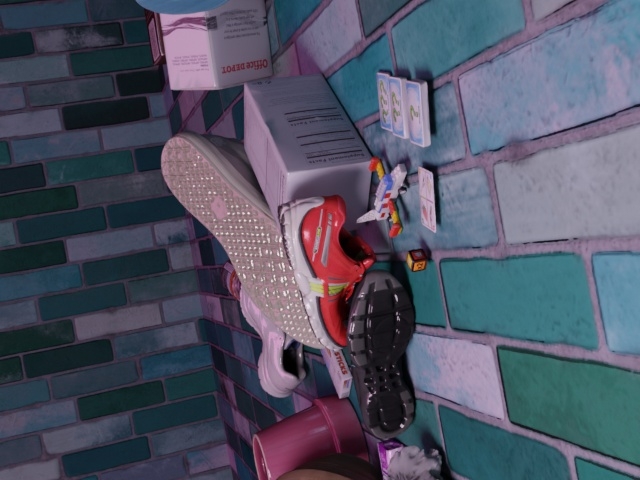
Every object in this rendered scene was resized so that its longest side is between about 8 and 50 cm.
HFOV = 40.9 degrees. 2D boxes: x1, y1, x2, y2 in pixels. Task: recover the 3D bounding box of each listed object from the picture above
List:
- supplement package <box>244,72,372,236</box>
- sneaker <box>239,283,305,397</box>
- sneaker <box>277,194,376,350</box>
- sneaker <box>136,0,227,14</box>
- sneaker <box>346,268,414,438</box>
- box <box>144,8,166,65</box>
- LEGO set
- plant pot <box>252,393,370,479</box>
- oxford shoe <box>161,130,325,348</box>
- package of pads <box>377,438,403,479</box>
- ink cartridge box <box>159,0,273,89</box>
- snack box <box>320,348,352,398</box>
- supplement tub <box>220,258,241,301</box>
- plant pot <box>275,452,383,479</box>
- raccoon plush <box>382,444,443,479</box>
[{"bbox_3d":[-0.026,-0.134,1.335,0.244,0.133,0.139,-115,22,-43],"label":"supplement package"},{"bbox_3d":[-0.089,0.188,1.873,0.129,0.111,0.297,-34,71,56],"label":"sneaker"},{"bbox_3d":[0.026,0.052,1.224,0.107,0.118,0.279,-100,-6,-49],"label":"sneaker"},{"bbox_3d":[-0.176,-0.514,1.423,0.127,0.319,0.208,30,-132,-60],"label":"sneaker"},{"bbox_3d":[0.074,0.156,1.239,0.106,0.101,0.267,-126,30,-61],"label":"sneaker"},{"bbox_3d":[-0.259,-0.471,1.806,0.168,0.203,0.167,-168,68,-73],"label":"box"},{"bbox_3d":[0.093,-0.087,1.102,0.182,0.060,0.244,-134,36,-69],"label":"LEGO set"},{"bbox_3d":[-0.024,0.401,1.591,0.201,0.180,0.201,169,90,-75],"label":"plant pot"},{"bbox_3d":[-0.093,-0.018,1.439,0.449,0.130,0.169,50,127,16],"label":"oxford shoe"},{"bbox_3d":[0.116,0.358,1.347,0.050,0.032,0.083,-175,75,-71],"label":"package of pads"},{"bbox_3d":[-0.198,-0.427,1.605,0.114,0.197,0.273,2,107,30],"label":"ink cartridge box"},{"bbox_3d":[0.018,0.204,1.604,0.064,0.022,0.178,96,157,-48],"label":"snack box"},{"bbox_3d":[-0.171,0.097,2.049,0.198,0.106,0.106,-159,60,-71],"label":"supplement tub"},{"bbox_3d":[0.036,0.435,1.434,0.110,0.237,0.237,-64,-16,-45],"label":"plant pot"},{"bbox_3d":[0.180,0.533,1.113,0.446,0.216,0.299,-76,-21,-43],"label":"raccoon plush"}]
